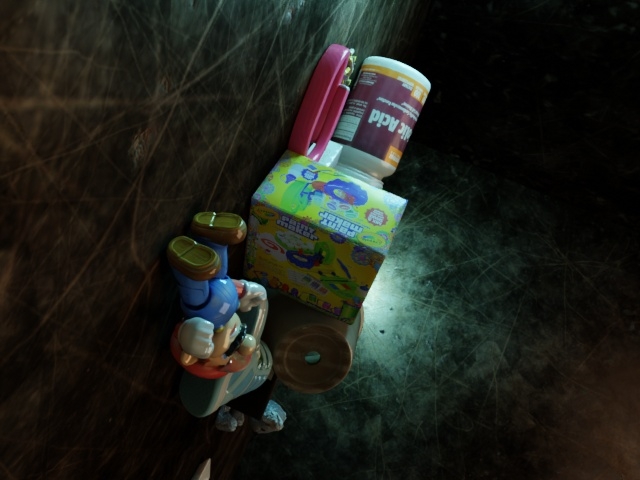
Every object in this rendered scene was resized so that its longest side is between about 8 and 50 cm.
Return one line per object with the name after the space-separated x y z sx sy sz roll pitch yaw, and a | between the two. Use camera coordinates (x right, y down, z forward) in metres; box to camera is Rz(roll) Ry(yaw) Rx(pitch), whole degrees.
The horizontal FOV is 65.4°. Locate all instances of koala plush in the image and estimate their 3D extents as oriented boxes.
-0.223 0.598 1.759 0.196 0.221 0.203 85 29 -76 | koala plush

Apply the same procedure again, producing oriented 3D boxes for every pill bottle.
0.162 -0.334 1.538 0.224 0.224 0.392 -18 131 -82 | pill bottle

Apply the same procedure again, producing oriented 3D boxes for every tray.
-0.451 0.895 1.824 0.270 0.030 0.145 106 10 -50 | tray

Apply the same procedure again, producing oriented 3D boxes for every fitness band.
0.003 -0.297 1.142 0.209 0.054 0.291 -37 149 -77 | fitness band

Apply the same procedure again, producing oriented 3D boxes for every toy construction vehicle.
0.070 -0.433 1.280 0.086 0.035 0.098 -59 170 -50 | toy construction vehicle

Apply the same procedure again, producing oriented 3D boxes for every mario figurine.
-0.150 0.115 0.808 0.198 0.170 0.320 -22 140 -28 | mario figurine

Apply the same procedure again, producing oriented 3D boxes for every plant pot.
-0.028 0.239 1.292 0.280 0.323 0.323 -107 -143 -71 | plant pot

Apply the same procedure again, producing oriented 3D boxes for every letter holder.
-0.184 0.376 1.610 0.214 0.152 0.302 -55 167 -69 | letter holder

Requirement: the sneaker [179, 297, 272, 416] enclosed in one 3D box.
-0.164 0.219 1.082 0.208 0.127 0.319 -4 130 -58 | sneaker

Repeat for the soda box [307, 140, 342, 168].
-0.015 -0.184 1.296 0.216 0.074 0.069 -60 171 -46 | soda box

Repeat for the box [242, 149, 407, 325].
0.000 0.000 1.118 0.279 0.290 0.177 107 9 -51 | box
